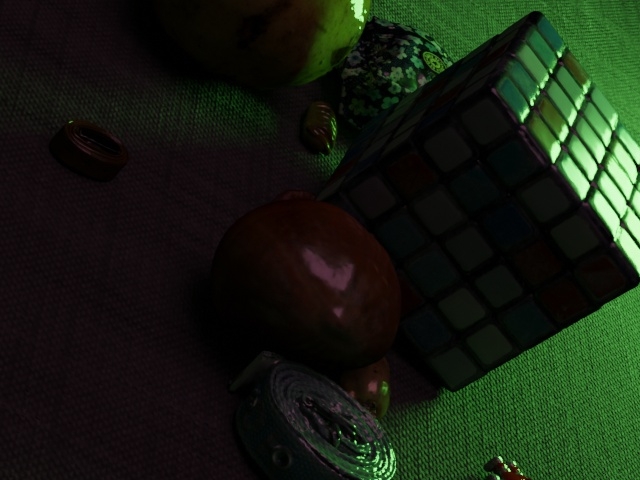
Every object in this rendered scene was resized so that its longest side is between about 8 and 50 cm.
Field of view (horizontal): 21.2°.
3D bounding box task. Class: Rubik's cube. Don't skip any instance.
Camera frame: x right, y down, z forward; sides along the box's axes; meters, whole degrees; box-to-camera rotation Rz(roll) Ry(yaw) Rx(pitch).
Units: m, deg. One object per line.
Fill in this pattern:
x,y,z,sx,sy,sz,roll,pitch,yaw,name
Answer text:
0.203,-0.050,2.012,0.292,0.287,0.293,52,29,-8,Rubik's cube

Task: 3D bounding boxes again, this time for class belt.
-0.003,0.200,1.726,0.163,0.082,0.147,26,32,-29,belt
-0.247,-0.100,1.834,0.083,0.036,0.059,25,36,-32,belt

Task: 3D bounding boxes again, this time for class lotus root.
0.044,0.157,1.848,0.072,0.063,0.152,39,27,-28,lotus root

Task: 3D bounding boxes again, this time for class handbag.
0.114,-0.208,2.287,0.229,0.127,0.208,24,34,-27,handbag

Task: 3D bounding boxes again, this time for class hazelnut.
-0.010,0.050,1.785,0.214,0.176,0.214,21,9,-4,hazelnut

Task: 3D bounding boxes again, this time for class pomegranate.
-0.073,-0.324,2.085,0.281,0.281,0.281,29,35,-23,pomegranate

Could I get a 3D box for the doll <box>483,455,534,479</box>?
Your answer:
0.255,0.328,1.876,0.102,0.075,0.227,20,29,-50,doll

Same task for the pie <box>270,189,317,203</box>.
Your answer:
0.000,0.000,2.002,0.154,0.036,0.154,31,34,-24,pie

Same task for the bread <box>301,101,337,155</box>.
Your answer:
0.002,-0.145,2.174,0.049,0.034,0.088,40,31,-18,bread
